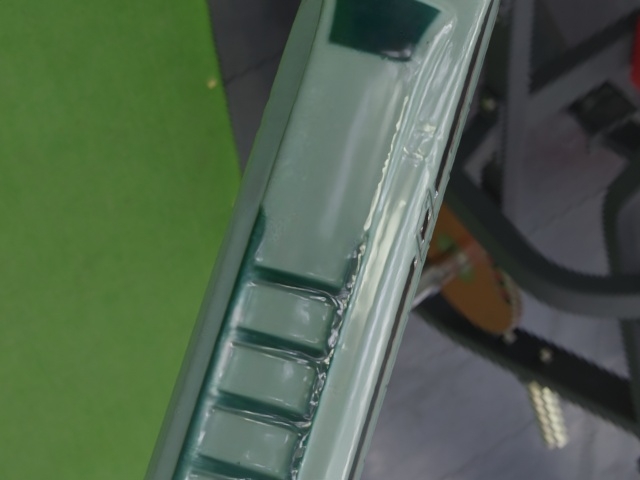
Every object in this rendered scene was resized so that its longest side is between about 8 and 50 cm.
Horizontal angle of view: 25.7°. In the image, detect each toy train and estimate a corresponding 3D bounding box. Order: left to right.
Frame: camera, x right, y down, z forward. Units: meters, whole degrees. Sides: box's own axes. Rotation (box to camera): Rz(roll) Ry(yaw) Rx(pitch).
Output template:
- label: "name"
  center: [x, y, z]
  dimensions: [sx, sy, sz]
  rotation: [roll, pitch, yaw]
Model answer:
- label: "toy train"
  center: [0.000, 0.000, 0.599]
  dimensions: [0.088, 0.086, 0.407]
  rotation: [68, 38, -72]
